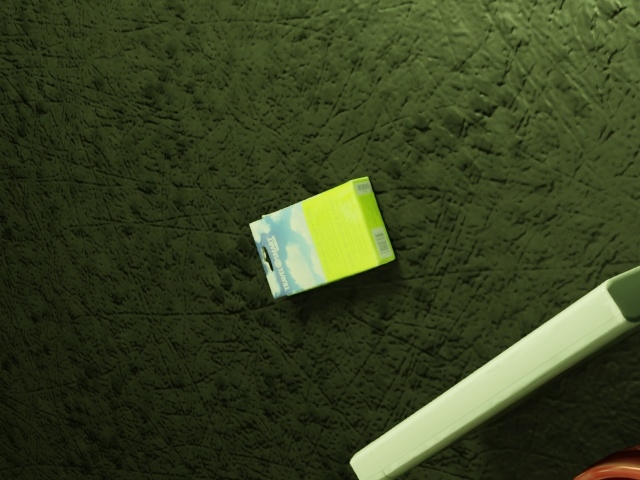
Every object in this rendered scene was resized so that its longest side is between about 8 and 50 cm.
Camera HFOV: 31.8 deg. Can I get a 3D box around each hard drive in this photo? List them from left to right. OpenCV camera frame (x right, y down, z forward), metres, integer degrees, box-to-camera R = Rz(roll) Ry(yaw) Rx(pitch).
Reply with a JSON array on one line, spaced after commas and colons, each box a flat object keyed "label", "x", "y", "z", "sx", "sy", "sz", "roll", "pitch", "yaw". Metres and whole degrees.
[{"label": "hard drive", "x": 0.215, "y": 0.128, "z": 1.130, "sx": 0.353, "sy": 0.233, "sz": 0.047, "roll": -42, "pitch": 72, "yaw": 37}]

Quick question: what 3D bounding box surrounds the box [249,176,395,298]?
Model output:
[{"label": "box", "x": 0.000, "y": 0.000, "z": 1.396, "sx": 0.178, "sy": 0.042, "sz": 0.109, "roll": -20, "pitch": 87, "yaw": 40}]

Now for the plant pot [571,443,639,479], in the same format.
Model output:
[{"label": "plant pot", "x": 0.344, "y": 0.284, "z": 1.101, "sx": 0.191, "sy": 0.174, "sz": 0.191, "roll": 11, "pitch": 107, "yaw": 36}]
